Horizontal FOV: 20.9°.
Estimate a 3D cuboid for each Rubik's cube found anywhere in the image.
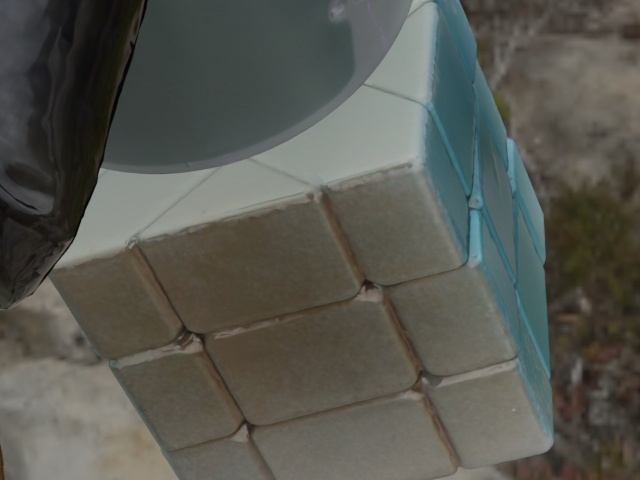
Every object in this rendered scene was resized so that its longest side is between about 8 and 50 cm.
[{"bbox_3d":[0.000,0.000,1.448,0.318,0.316,0.322,-15,35,17],"label":"Rubik's cube"}]

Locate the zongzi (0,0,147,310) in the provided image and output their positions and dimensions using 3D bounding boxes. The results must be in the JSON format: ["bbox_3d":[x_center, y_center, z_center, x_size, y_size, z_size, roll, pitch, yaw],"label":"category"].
[{"bbox_3d":[-0.307,-0.118,0.447,0.432,0.208,0.403,24,-18,-36],"label":"zongzi"}]

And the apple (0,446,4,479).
[{"bbox_3d":[-0.178,0.090,0.473,0.195,0.160,0.173,3,41,51],"label":"apple"}]

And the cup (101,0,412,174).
[{"bbox_3d":[-0.103,-0.247,0.842,0.259,0.274,0.357,-7,68,10],"label":"cup"}]
